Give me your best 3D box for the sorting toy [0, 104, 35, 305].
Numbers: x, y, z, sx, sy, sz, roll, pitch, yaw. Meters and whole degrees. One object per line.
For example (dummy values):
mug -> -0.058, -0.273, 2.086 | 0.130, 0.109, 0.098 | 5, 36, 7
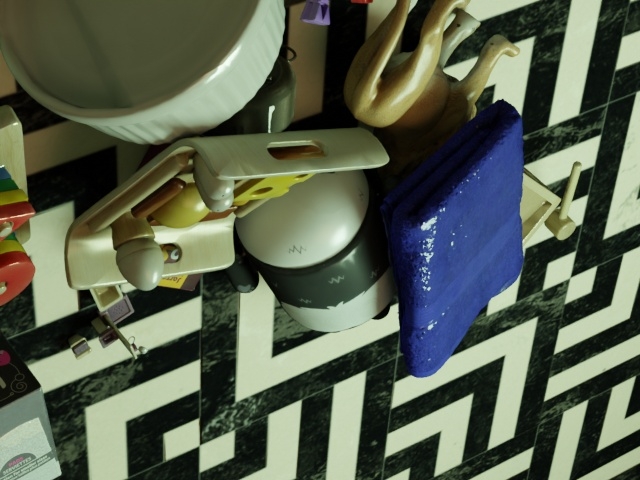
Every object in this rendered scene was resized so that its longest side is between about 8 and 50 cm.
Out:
sorting toy -> -0.391, 0.016, 1.560 | 0.255, 0.089, 0.257 | -29, 161, -20

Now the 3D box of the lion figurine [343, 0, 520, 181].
lion figurine -> 0.103, -0.173, 1.845 | 0.240, 0.142, 0.392 | -53, 150, 6

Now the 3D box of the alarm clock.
alarm clock -> -0.082, -0.173, 1.721 | 0.192, 0.129, 0.064 | -47, 151, -49

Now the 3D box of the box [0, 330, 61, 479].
box -> -0.431, 0.228, 1.747 | 0.247, 0.142, 0.163 | -26, 139, -22

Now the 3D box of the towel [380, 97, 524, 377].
towel -> 0.159, -0.002, 1.898 | 0.228, 0.076, 0.308 | -47, 151, -27

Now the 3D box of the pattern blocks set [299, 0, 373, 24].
pattern blocks set -> 0.003, -0.375, 1.567 | 0.285, 0.026, 0.325 | -38, 133, -61

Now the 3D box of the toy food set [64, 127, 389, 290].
toy food set -> -0.100, -0.025, 1.623 | 0.219, 0.092, 0.306 | -7, 165, -40

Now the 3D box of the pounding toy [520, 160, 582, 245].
pounding toy -> 0.266, -0.060, 2.161 | 0.181, 0.094, 0.206 | -51, 142, 10

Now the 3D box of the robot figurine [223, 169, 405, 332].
robot figurine -> 0.001, -0.002, 1.913 | 0.209, 0.173, 0.278 | -49, 144, -14

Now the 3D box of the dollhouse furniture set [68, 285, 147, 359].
dollhouse furniture set -> -0.250, 0.094, 1.839 | 0.091, 0.081, 0.114 | -33, 141, -15

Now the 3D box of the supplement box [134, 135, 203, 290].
supplement box -> -0.157, -0.044, 1.797 | 0.104, 0.081, 0.188 | 10, 118, -47

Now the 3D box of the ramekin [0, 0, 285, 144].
ramekin -> -0.159, -0.215, 1.500 | 0.273, 0.273, 0.127 | -44, 154, -1
